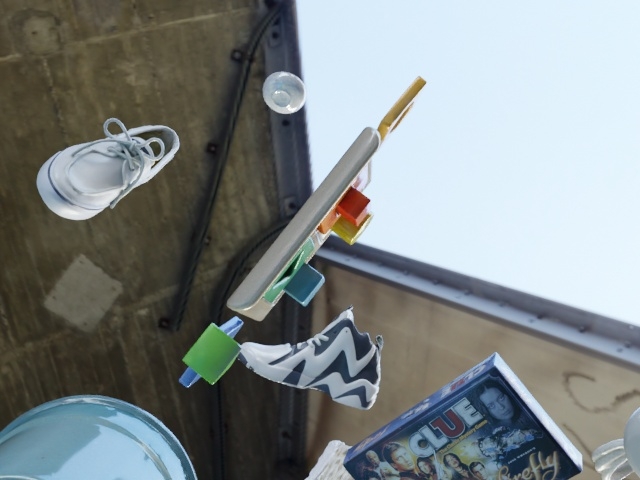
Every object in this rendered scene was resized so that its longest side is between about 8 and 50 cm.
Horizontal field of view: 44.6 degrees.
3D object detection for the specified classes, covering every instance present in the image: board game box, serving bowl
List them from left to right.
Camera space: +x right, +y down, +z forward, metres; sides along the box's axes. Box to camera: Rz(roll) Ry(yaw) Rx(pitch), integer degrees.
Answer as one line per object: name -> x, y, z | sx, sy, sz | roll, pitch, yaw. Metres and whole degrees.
serving bowl -> -0.069, -0.268, 1.440 | 0.083, 0.083, 0.027 | 60, -151, -30
board game box -> 0.170, 0.271, 0.965 | 0.243, 0.042, 0.165 | -40, -89, 22

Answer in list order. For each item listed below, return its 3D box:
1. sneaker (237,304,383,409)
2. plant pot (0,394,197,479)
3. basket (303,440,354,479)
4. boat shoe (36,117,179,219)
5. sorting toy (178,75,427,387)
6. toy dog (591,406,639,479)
sneaker -> -0.006, 0.167, 1.265 | 0.094, 0.235, 0.153 | 62, -134, -80
plant pot -> -0.335, 0.380, 0.962 | 0.341, 0.334, 0.341 | 0, -96, -2
basket -> 0.101, 0.617, 1.470 | 0.331, 0.266, 0.328 | -50, -58, -35
boat shoe -> -0.363, -0.151, 1.451 | 0.136, 0.156, 0.367 | 57, -156, -3
sorting toy -> 0.000, 0.000, 0.687 | 0.047, 0.196, 0.347 | 38, -95, 4
toy dog -> 0.415, 0.193, 0.641 | 0.334, 0.161, 0.220 | -14, -31, -4
